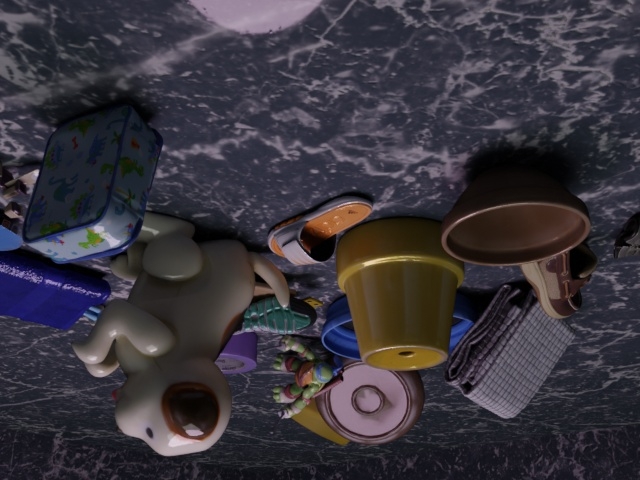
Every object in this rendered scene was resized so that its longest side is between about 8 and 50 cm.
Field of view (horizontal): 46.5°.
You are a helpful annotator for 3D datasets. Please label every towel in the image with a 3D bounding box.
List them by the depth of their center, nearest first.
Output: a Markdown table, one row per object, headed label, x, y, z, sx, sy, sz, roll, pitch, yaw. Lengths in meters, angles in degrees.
| label | x | y | z | sx | sy | sz | roll | pitch | yaw |
| --- | --- | --- | --- | --- | --- | --- | --- | --- | --- |
| towel | -0.635 | 0.094 | 1.594 | 0.308 | 0.076 | 0.228 | 23 | 139 | -38 |
| towel | 0.432 | 0.252 | 1.722 | 0.235 | 0.283 | 0.121 | 35 | 179 | -42 |

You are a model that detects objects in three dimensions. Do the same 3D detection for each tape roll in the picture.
| label | x | y | z | sx | sy | sz | roll | pitch | yaw |
| --- | --- | --- | --- | --- | --- | --- | --- | --- | --- |
| tape roll | -0.263 | 0.294 | 1.991 | 0.189 | 0.080 | 0.189 | 1 | 154 | 0 |

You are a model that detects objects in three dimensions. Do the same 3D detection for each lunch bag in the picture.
| label | x | y | z | sx | sy | sz | roll | pitch | yaw |
| --- | --- | --- | --- | --- | --- | --- | --- | --- | --- |
| lunch bag | -0.324 | -0.080 | 1.054 | 0.176 | 0.219 | 0.090 | -13 | 145 | 24 |

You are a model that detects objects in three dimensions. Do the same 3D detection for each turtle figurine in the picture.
| label | x | y | z | sx | sy | sz | roll | pitch | yaw |
| --- | --- | --- | --- | --- | --- | --- | --- | --- | --- |
| turtle figurine | -0.096 | 0.366 | 2.006 | 0.275 | 0.198 | 0.266 | -29 | 176 | -23 |

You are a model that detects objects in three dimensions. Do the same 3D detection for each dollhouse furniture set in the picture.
| label | x | y | z | sx | sy | sz | roll | pitch | yaw |
| --- | --- | --- | --- | --- | --- | --- | --- | --- | --- |
| dollhouse furniture set | -0.487 | -0.107 | 1.170 | 0.081 | 0.091 | 0.114 | -21 | 148 | 8 |

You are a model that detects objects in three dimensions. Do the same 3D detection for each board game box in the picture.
| label | x | y | z | sx | sy | sz | roll | pitch | yaw |
| --- | --- | --- | --- | --- | --- | --- | --- | --- | --- |
| board game box | -0.630 | -0.033 | 1.367 | 0.133 | 0.033 | 0.169 | -9 | 148 | 29 |

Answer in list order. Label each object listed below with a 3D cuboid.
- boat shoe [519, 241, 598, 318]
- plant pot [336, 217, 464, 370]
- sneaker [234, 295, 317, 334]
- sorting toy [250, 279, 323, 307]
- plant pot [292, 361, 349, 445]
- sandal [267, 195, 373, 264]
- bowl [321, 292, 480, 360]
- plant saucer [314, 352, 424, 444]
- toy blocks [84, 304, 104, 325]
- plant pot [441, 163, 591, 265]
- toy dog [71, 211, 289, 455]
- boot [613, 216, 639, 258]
| label | x | y | z | sx | sy | sz | roll | pitch | yaw |
| --- | --- | --- | --- | --- | --- | --- | --- | --- | --- |
| boat shoe | 0.483 | 0.058 | 1.464 | 0.123 | 0.123 | 0.342 | -12 | 146 | 26 |
| plant pot | 0.158 | 0.116 | 1.440 | 0.254 | 0.239 | 0.254 | -1 | 154 | 0 |
| sneaker | -0.113 | 0.163 | 1.644 | 0.224 | 0.083 | 0.098 | -2 | 177 | 10 |
| sorting toy | -0.132 | 0.111 | 1.648 | 0.274 | 0.046 | 0.132 | 13 | 151 | -24 |
| plant pot | 0.026 | 0.475 | 2.245 | 0.187 | 0.212 | 0.212 | 16 | 152 | -8 |
| sandal | -0.008 | -0.003 | 1.376 | 0.102 | 0.076 | 0.265 | 19 | 149 | -33 |
| bowl | 0.197 | 0.208 | 1.816 | 0.391 | 0.077 | 0.391 | -1 | 154 | 0 |
| plant saucer | 0.133 | 0.436 | 2.066 | 0.311 | 0.310 | 0.050 | -4 | -167 | 8 |
| toy blocks | -0.489 | 0.181 | 1.785 | 0.123 | 0.054 | 0.148 | -14 | 151 | 28 |
| plant pot | 0.316 | -0.052 | 1.238 | 0.237 | 0.109 | 0.237 | -1 | 155 | 0 |
| toy dog | -0.268 | 0.202 | 1.420 | 0.395 | 0.408 | 0.284 | 10 | 153 | -18 |
| boot | 0.650 | 0.023 | 1.452 | 0.161 | 0.083 | 0.246 | 2 | 149 | 11 |
